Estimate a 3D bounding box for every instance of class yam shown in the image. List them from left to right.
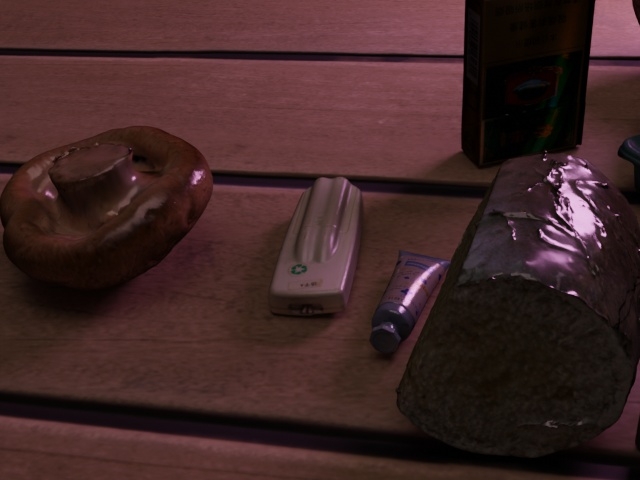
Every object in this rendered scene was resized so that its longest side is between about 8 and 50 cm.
[{"bbox_3d":[0.208,0.052,0.857,0.201,0.202,0.271,22,36,0],"label":"yam"}]

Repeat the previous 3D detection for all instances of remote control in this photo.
[{"bbox_3d":[0.000,0.001,1.068,0.090,0.049,0.230,-1,36,10],"label":"remote control"}]

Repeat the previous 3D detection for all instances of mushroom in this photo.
[{"bbox_3d":[-0.263,-0.043,1.083,0.278,0.146,0.278,-9,40,8],"label":"mushroom"}]

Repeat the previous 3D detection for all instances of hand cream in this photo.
[{"bbox_3d":[0.093,0.061,0.978,0.065,0.043,0.170,13,33,15],"label":"hand cream"}]

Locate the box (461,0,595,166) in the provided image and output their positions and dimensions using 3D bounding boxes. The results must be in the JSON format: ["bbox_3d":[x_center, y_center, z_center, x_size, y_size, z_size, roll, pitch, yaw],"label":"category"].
[{"bbox_3d":[0.272,-0.228,1.202,0.159,0.240,0.071,-14,35,-13],"label":"box"}]

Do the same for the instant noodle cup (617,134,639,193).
[{"bbox_3d":[0.476,-0.078,1.111,0.157,0.070,0.179,-19,36,-22],"label":"instant noodle cup"}]

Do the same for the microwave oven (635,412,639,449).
[{"bbox_3d":[0.380,0.083,0.733,0.194,0.240,0.145,-22,37,-23],"label":"microwave oven"}]

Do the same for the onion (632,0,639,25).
[{"bbox_3d":[0.641,-0.406,1.332,0.348,0.347,0.285,8,-5,18],"label":"onion"}]
